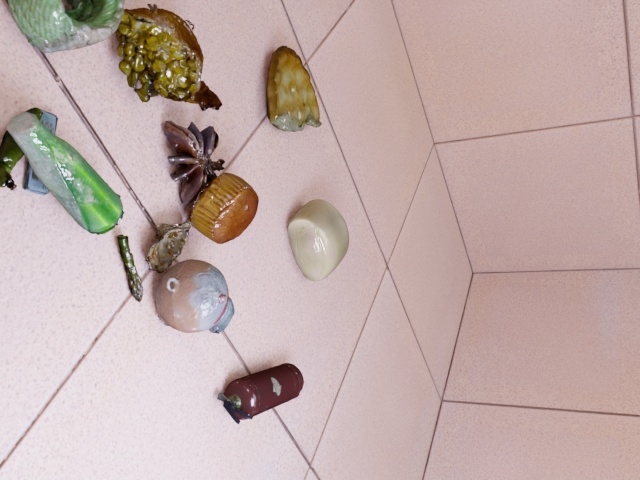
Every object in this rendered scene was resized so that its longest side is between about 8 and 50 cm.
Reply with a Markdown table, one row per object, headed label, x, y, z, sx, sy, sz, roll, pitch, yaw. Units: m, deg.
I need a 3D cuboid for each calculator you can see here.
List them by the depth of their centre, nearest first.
| label | x | y | z | sx | sy | sz | roll | pitch | yaw |
| --- | --- | --- | --- | --- | --- | --- | --- | --- | --- |
| calculator | -0.562 | -0.179 | 1.248 | 0.057 | 0.018 | 0.172 | 18 | 72 | -58 |

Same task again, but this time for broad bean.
| label | x | y | z | sx | sy | sz | roll | pitch | yaw |
| --- | --- | --- | --- | --- | --- | --- | --- | --- | --- |
| broad bean | -0.581 | -0.173 | 1.176 | 0.046 | 0.061 | 0.196 | 99 | -7 | -57 |

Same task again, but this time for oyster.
| label | x | y | z | sx | sy | sz | roll | pitch | yaw |
| --- | --- | --- | --- | --- | --- | --- | --- | --- | --- |
| oyster | -0.373 | 0.003 | 1.527 | 0.106 | 0.056 | 0.177 | 82 | 30 | -42 |

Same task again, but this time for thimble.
| label | x | y | z | sx | sy | sz | roll | pitch | yaw |
| --- | --- | --- | --- | --- | --- | --- | --- | --- | --- |
| thimble | -0.511 | -0.485 | 1.235 | 0.219 | 0.150 | 0.219 | 14 | 74 | -60 |

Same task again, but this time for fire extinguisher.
| label | x | y | z | sx | sy | sz | roll | pitch | yaw |
| --- | --- | --- | --- | --- | --- | --- | --- | --- | --- |
| fire extinguisher | -0.172 | 0.440 | 1.768 | 0.337 | 0.135 | 0.114 | -1 | 116 | -60 |

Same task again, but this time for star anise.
| label | x | y | z | sx | sy | sz | roll | pitch | yaw |
| --- | --- | --- | --- | --- | --- | --- | --- | --- | --- |
| star anise | -0.326 | -0.212 | 1.611 | 0.236 | 0.092 | 0.229 | 53 | 48 | -39 |

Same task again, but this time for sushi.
| label | x | y | z | sx | sy | sz | roll | pitch | yaw |
| --- | --- | --- | --- | --- | --- | --- | --- | --- | --- |
| sushi | -0.371 | -0.432 | 1.491 | 0.296 | 0.166 | 0.179 | 64 | 13 | -46 |

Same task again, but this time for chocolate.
| label | x | y | z | sx | sy | sz | roll | pitch | yaw |
| --- | --- | --- | --- | --- | --- | --- | --- | --- | --- |
| chocolate | -0.498 | -0.131 | 1.209 | 0.291 | 0.110 | 0.110 | 67 | 32 | -55 |

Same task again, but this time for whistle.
| label | x | y | z | sx | sy | sz | roll | pitch | yaw |
| --- | --- | --- | --- | --- | --- | --- | --- | --- | --- |
| whistle | -0.286 | 0.160 | 1.570 | 0.348 | 0.189 | 0.189 | 52 | 43 | -62 |

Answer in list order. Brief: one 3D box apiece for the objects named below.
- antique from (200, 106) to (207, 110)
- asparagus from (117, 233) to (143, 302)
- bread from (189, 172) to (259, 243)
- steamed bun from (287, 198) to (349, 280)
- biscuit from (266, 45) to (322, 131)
| label | x | y | z | sx | sy | sz | roll | pitch | yaw |
| --- | --- | --- | --- | --- | --- | --- | --- | --- | --- |
| antique | -0.348 | -0.436 | 1.662 | 0.192 | 0.015 | 0.031 | 65 | 36 | -34 |
| asparagus | -0.436 | 0.066 | 1.426 | 0.030 | 0.036 | 0.165 | -30 | 114 | -50 |
| bread | -0.244 | -0.080 | 1.634 | 0.199 | 0.104 | 0.199 | -49 | 163 | -20 |
| steamed bun | 0.000 | 0.000 | 2.099 | 0.200 | 0.154 | 0.250 | -49 | 126 | -52 |
| biscuit | -0.091 | -0.467 | 2.077 | 0.335 | 0.078 | 0.330 | 48 | 44 | -49 |
